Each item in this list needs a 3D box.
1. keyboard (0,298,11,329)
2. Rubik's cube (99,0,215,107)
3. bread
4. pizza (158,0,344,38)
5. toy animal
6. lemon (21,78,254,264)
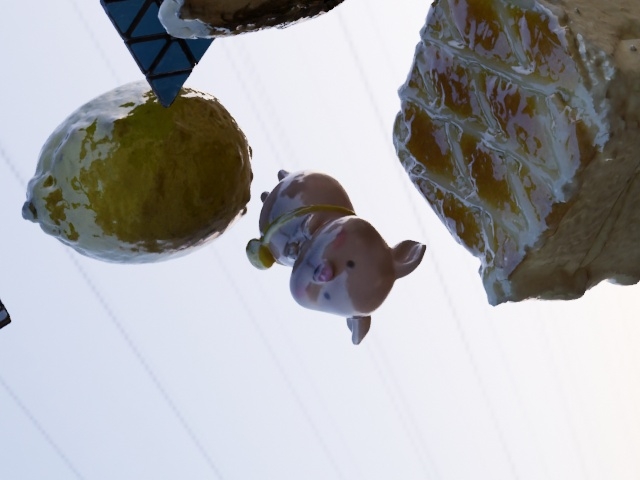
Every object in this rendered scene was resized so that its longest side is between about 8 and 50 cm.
[{"bbox_3d":[-0.476,0.014,1.543,0.309,0.101,0.018,51,167,32],"label":"keyboard"},{"bbox_3d":[-0.246,-0.309,1.646,0.211,0.190,0.178,-56,-23,17],"label":"Rubik's cube"},{"bbox_3d":[0.297,-0.162,1.650,0.390,0.279,0.371,60,141,37],"label":"bread"},{"bbox_3d":[-0.023,-0.347,1.151,0.435,0.080,0.392,23,-93,-36],"label":"pizza"},{"bbox_3d":[-0.001,0.002,1.701,0.149,0.248,0.165,-8,-41,-48],"label":"toy animal"},{"bbox_3d":[-0.256,-0.098,1.841,0.285,0.316,0.285,-173,90,-81],"label":"lemon"}]
